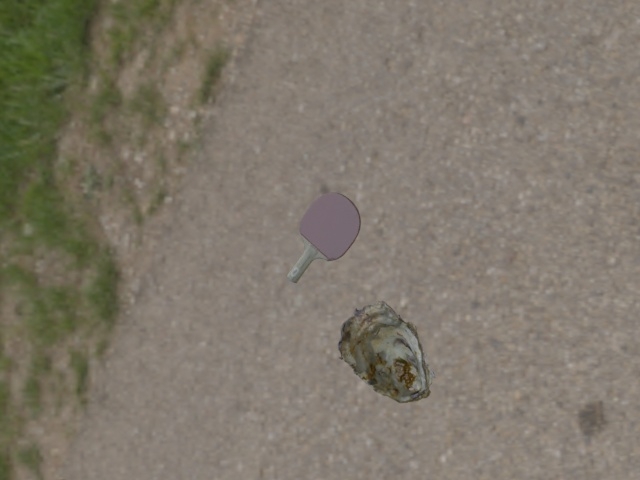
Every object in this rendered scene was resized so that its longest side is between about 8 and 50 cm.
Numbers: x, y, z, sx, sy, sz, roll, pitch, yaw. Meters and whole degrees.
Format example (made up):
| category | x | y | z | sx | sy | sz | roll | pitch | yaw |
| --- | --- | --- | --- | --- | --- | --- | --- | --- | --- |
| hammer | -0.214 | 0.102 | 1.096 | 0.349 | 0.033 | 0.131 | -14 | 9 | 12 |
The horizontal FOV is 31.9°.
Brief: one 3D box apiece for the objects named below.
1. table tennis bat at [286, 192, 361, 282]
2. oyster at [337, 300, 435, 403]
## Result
| category | x | y | z | sx | sy | sz | roll | pitch | yaw |
| --- | --- | --- | --- | --- | --- | --- | --- | --- | --- |
| table tennis bat | 0.000 | 0.000 | 1.642 | 0.087 | 0.013 | 0.156 | 42 | 111 | 16 |
| oyster | 0.099 | 0.161 | 1.565 | 0.105 | 0.177 | 0.056 | -47 | 19 | 3 |
